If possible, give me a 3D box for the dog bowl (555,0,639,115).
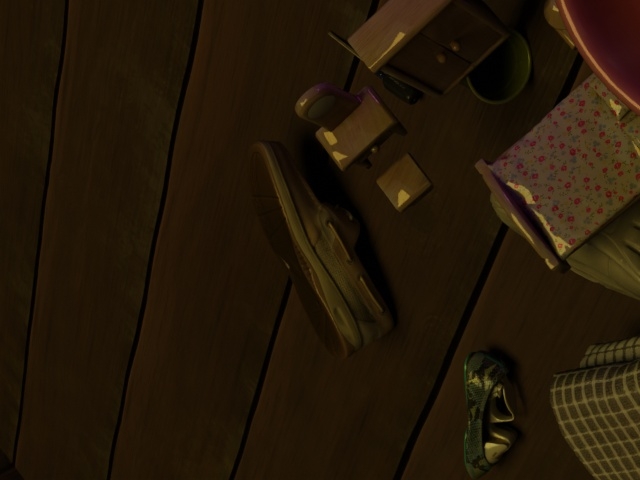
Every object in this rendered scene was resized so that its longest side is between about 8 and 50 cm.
[{"bbox_3d":[0.359,-0.252,1.307,0.408,0.150,0.408,22,126,35],"label":"dog bowl"}]

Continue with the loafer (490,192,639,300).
[{"bbox_3d":[0.323,0.002,1.641,0.319,0.112,0.111,29,173,32],"label":"loafer"}]

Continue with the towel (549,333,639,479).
[{"bbox_3d":[0.385,0.229,1.631,0.284,0.121,0.235,56,151,-5],"label":"towel"}]

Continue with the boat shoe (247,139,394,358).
[{"bbox_3d":[0.000,0.000,2.075,0.302,0.098,0.109,64,160,-4],"label":"boat shoe"}]

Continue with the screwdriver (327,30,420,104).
[{"bbox_3d":[0.058,-0.208,1.921,0.170,0.024,0.025,37,110,38],"label":"screwdriver"}]

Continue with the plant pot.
[{"bbox_3d":[0.172,-0.193,1.731,0.079,0.083,0.083,22,129,60],"label":"plant pot"}]

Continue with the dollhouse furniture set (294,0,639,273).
[{"bbox_3d":[0.185,-0.079,1.551,0.303,0.174,0.355,-42,68,16],"label":"dollhouse furniture set"}]

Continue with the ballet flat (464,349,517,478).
[{"bbox_3d":[0.210,0.223,1.967,0.070,0.070,0.188,28,136,42],"label":"ballet flat"}]
